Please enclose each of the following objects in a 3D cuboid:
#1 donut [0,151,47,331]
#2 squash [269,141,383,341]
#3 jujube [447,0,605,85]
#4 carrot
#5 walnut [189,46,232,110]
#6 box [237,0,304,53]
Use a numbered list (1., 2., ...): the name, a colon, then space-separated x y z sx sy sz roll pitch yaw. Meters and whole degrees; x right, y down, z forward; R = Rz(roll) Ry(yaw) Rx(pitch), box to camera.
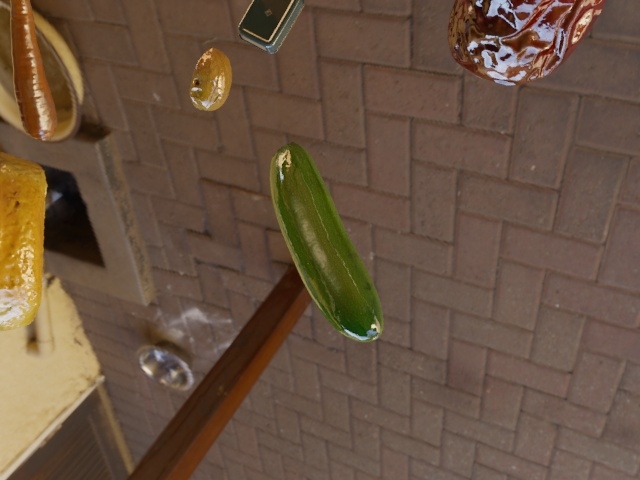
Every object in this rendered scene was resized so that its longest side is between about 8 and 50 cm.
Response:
1. donut: -0.412 0.004 0.841 0.118 0.254 0.253 3 138 -20
2. squash: -0.001 0.002 0.854 0.082 0.082 0.293 -47 60 45
3. jujube: 0.324 -0.379 0.963 0.216 0.216 0.342 33 147 5
4. carrot: -0.377 -0.235 0.851 0.048 0.048 0.216 11 116 24
5. walnut: -0.193 -0.292 1.225 0.052 0.091 0.121 26 120 18
6. box: -0.095 -0.423 1.242 0.091 0.126 0.031 31 179 12
